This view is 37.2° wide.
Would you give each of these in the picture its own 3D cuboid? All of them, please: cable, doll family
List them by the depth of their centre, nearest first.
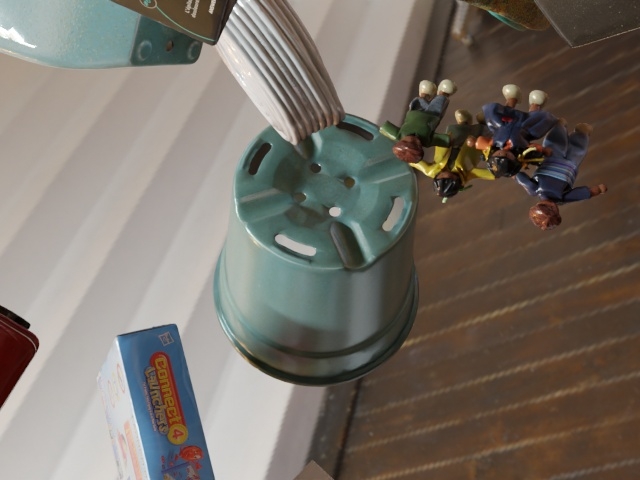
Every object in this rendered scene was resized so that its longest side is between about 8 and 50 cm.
[{"bbox_3d":[0.148,-0.073,0.819,0.193,0.076,0.111,6,48,24],"label":"doll family"},{"bbox_3d":[-0.072,-0.231,1.122,0.089,0.257,0.257,-35,-19,-2],"label":"cable"}]

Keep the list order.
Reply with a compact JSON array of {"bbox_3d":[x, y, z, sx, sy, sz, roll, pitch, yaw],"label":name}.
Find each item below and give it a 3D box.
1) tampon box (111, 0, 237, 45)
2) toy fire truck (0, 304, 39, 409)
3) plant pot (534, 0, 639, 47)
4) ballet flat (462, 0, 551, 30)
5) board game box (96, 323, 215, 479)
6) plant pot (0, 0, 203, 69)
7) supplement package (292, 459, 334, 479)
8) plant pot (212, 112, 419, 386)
[{"bbox_3d":[-0.091,-0.185,0.404,0.120,0.161,0.101,121,170,-58],"label":"tampon box"},{"bbox_3d":[-0.338,0.057,0.812,0.158,0.217,0.246,-61,20,-16],"label":"toy fire truck"},{"bbox_3d":[0.177,-0.242,0.511,0.187,0.167,0.188,-58,19,-12],"label":"plant pot"},{"bbox_3d":[0.128,-0.229,0.700,0.123,0.123,0.348,-21,-8,35],"label":"ballet flat"},{"bbox_3d":[-0.236,0.305,1.369,0.086,0.308,0.302,-11,-14,-22],"label":"board game box"},{"bbox_3d":[-0.278,-0.340,1.241,0.247,0.252,0.248,-19,-48,-58],"label":"plant pot"},{"bbox_3d":[0.039,0.452,1.331,0.134,0.139,0.244,-44,52,-13],"label":"supplement package"},{"bbox_3d":[0.000,0.000,1.418,0.341,0.341,0.334,-52,-15,-24],"label":"plant pot"}]
